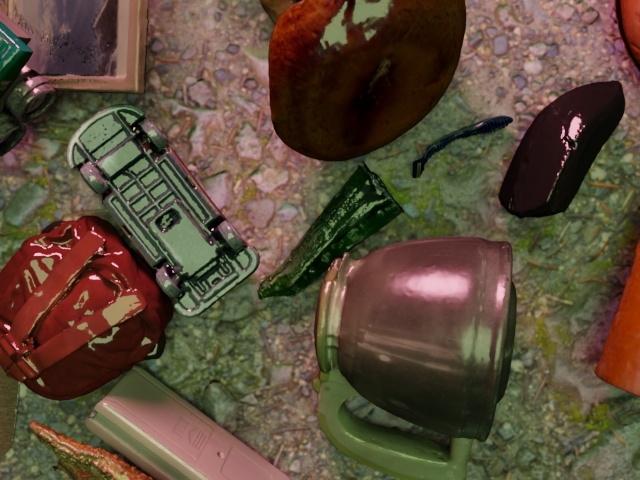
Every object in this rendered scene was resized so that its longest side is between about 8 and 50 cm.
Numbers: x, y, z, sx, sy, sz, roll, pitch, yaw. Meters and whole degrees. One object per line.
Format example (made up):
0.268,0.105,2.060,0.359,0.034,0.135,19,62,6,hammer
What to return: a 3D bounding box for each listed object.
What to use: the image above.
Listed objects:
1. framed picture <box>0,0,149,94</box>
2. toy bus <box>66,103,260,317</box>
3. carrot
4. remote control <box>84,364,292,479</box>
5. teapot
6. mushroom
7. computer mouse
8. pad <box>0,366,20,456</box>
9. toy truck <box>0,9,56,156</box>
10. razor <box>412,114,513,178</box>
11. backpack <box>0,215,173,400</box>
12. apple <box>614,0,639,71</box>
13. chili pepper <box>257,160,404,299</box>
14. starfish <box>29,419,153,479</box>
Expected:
-0.299,-0.348,0.826,0.247,0.022,0.335,9,99,29,framed picture
-0.196,-0.041,0.866,0.121,0.120,0.265,-38,93,-1,toy bus
0.476,0.084,0.869,0.195,0.196,0.255,14,91,-3,carrot
-0.161,0.279,0.883,0.277,0.103,0.055,38,110,-3,remote control
0.113,0.133,0.871,0.239,0.322,0.240,8,51,12,teapot
0.056,-0.242,0.846,0.267,0.267,0.255,0,58,-3,mushroom
0.306,-0.125,0.889,0.073,0.122,0.217,31,88,-15,computer mouse
-0.536,0.193,0.915,0.266,0.002,0.176,7,91,-3,pad
-0.475,-0.144,0.797,0.176,0.178,0.363,44,107,-2,toy truck
0.188,-0.136,0.927,0.154,0.044,0.028,-28,67,-4,razor
-0.307,0.091,0.854,0.229,0.139,0.229,0,90,-3,backpack
0.510,-0.308,0.851,0.251,0.206,0.272,8,90,-6,apple
0.000,0.000,0.913,0.227,0.059,0.088,-41,88,3,chili pepper
-0.230,0.321,0.847,0.302,0.299,0.060,32,61,16,starfish
